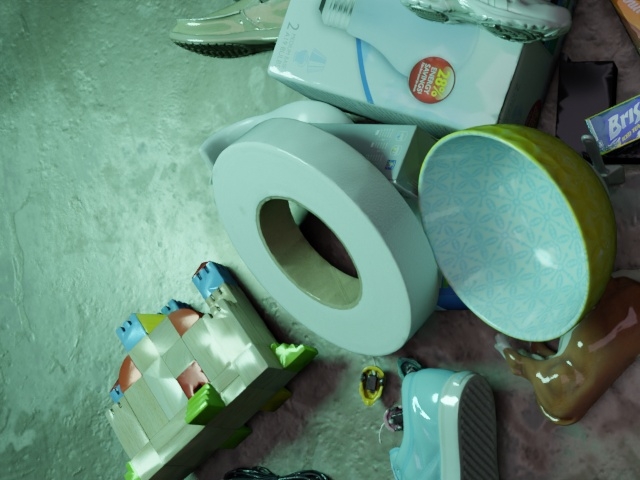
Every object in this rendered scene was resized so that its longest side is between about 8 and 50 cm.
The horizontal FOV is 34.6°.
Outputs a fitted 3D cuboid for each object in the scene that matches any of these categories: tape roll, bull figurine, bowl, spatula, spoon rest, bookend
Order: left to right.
[{"bbox_3d":[-0.062,-0.167,1.670,0.276,0.137,0.084,-3,47,27],"label":"spoon rest"},{"bbox_3d":[0.000,0.000,1.512,0.392,0.392,0.072,38,60,19],"label":"tape roll"},{"bbox_3d":[0.279,-0.033,1.322,0.289,0.156,0.289,38,142,37],"label":"bowl"},{"bbox_3d":[0.332,-0.109,1.440,0.168,0.242,0.019,1,76,22],"label":"spatula"},{"bbox_3d":[0.404,0.118,1.474,0.310,0.101,0.188,-47,64,6],"label":"bull figurine"},{"bbox_3d":[0.427,-0.192,1.497,0.156,0.072,0.157,2,88,22],"label":"bookend"}]

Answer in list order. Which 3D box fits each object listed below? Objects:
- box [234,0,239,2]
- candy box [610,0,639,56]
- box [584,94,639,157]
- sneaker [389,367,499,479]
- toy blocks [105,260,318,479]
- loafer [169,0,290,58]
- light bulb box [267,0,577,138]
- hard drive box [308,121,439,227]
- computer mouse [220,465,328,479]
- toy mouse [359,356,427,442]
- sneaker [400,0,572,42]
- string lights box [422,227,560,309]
[{"bbox_3d":[-0.128,-0.524,1.707,0.182,0.119,0.181,-35,76,16],"label":"box"},{"bbox_3d":[0.551,-0.274,1.446,0.183,0.087,0.316,-28,77,18],"label":"candy box"},{"bbox_3d":[0.454,-0.173,1.409,0.169,0.054,0.059,-25,79,23],"label":"box"},{"bbox_3d":[0.178,0.365,1.542,0.150,0.135,0.365,7,96,44],"label":"sneaker"},{"bbox_3d":[-0.226,0.207,1.689,0.381,0.191,0.261,-44,61,12],"label":"toy blocks"},{"bbox_3d":[-0.121,-0.362,1.711,0.269,0.102,0.092,0,85,12],"label":"loafer"},{"bbox_3d":[0.169,-0.343,1.525,0.361,0.225,0.357,19,93,22],"label":"light bulb box"},{"bbox_3d":[0.098,-0.093,1.508,0.232,0.181,0.089,8,73,48],"label":"hard drive box"},{"bbox_3d":[-0.081,0.506,1.651,0.189,0.072,0.272,-1,86,20],"label":"computer mouse"},{"bbox_3d":[0.132,0.240,1.606,0.143,0.031,0.161,4,90,18],"label":"toy mouse"},{"bbox_3d":[0.222,-0.331,1.339,0.232,0.090,0.115,20,90,19],"label":"sneaker"},{"bbox_3d":[0.258,0.029,1.490,0.260,0.077,0.133,-3,68,38],"label":"string lights box"}]
